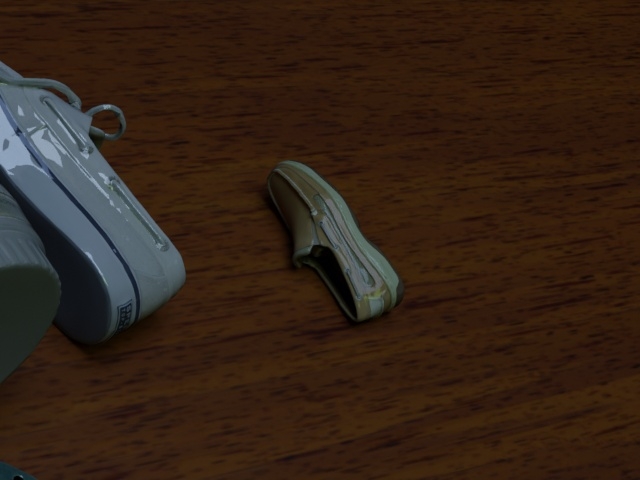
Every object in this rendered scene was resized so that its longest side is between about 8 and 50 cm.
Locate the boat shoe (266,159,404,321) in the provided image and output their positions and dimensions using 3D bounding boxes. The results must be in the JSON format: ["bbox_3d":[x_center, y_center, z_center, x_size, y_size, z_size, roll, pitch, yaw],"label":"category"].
[{"bbox_3d":[0.000,0.000,1.544,0.072,0.068,0.190,-27,64,-33],"label":"boat shoe"}]

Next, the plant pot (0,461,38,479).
[{"bbox_3d":[-0.251,0.260,1.012,0.293,0.196,0.293,17,41,-15],"label":"plant pot"}]

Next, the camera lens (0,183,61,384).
[{"bbox_3d":[-0.359,-0.008,1.212,0.219,0.219,0.274,-23,61,-44],"label":"camera lens"}]

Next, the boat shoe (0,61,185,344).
[{"bbox_3d":[-0.247,-0.080,1.423,0.367,0.136,0.156,47,43,16],"label":"boat shoe"}]
